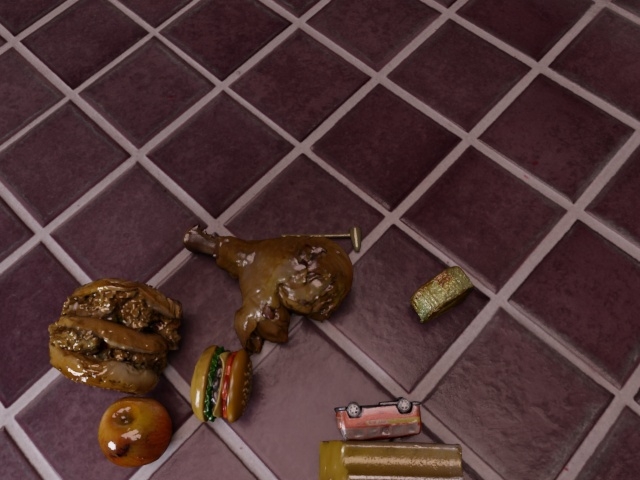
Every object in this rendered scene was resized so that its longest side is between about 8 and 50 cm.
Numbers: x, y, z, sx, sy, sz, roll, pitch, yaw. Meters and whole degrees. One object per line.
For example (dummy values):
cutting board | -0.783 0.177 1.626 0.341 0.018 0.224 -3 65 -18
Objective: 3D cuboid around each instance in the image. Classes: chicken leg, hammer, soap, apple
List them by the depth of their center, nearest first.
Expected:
soap | 0.126 0.420 1.002 0.257 0.160 0.080 1 64 3
apple | -0.371 0.381 1.069 0.146 0.146 0.147 -1 66 3
chicken leg | -0.145 0.093 1.177 0.409 0.182 0.295 20 85 16
hammer | 0.000 0.000 1.275 0.195 0.028 0.060 -1 73 7

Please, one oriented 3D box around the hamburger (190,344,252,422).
hamburger | -0.199 0.292 1.087 0.115 0.162 0.162 7 67 1

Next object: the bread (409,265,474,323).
bread | 0.260 0.114 1.147 0.140 0.128 0.069 -29 72 -9

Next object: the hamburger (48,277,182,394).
hamburger | -0.422 0.191 1.086 0.245 0.260 0.211 12 71 1

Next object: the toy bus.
toy bus | 0.117 0.361 1.078 0.174 0.079 0.077 -6 76 1
